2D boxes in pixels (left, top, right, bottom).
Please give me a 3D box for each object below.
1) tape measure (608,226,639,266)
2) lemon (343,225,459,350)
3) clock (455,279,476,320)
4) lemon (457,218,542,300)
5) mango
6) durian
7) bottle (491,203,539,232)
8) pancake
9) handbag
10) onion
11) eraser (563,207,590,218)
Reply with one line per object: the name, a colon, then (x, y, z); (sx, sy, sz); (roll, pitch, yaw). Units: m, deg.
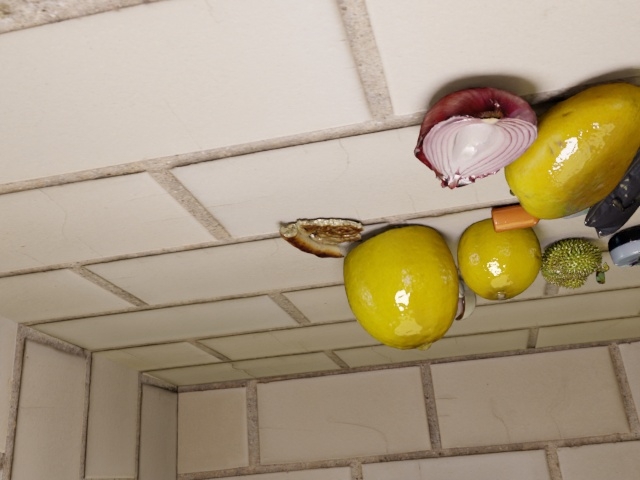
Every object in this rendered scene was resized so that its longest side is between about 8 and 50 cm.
tape measure: (0.978, 0.022, 2.110); (0.181, 0.107, 0.182); (-7, 162, -11)
lemon: (0.245, 0.152, 1.997); (0.364, 0.364, 0.364); (-3, 158, -1)
clock: (0.351, 0.215, 2.396); (0.326, 0.184, 0.342); (-21, 158, 27)
lemon: (0.516, 0.064, 1.983); (0.240, 0.219, 0.240); (0, 157, 0)
mango: (0.530, -0.180, 1.415); (0.253, 0.182, 0.365); (-4, 155, -22)
durian: (0.777, 0.063, 2.136); (0.198, 0.146, 0.159); (-19, 138, 21)
bottle: (0.559, -0.068, 1.860); (0.187, 0.069, 0.069); (-9, 158, 9)
pancake: (0.000, -0.001, 1.947); (0.257, 0.056, 0.212); (0, 158, -10)
handbag: (0.701, -0.123, 1.574); (0.254, 0.089, 0.211); (-55, 149, 12)
onion: (0.293, -0.209, 1.386); (0.227, 0.120, 0.283); (6, 152, -11)
eraser: (0.632, -0.140, 1.677); (0.174, 0.081, 0.227); (-17, 154, 24)
